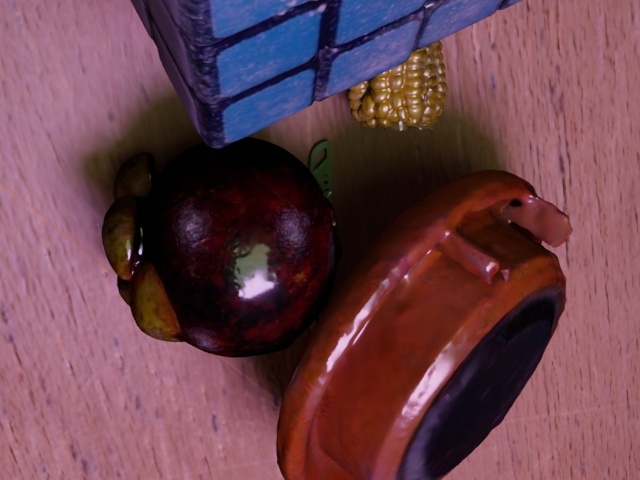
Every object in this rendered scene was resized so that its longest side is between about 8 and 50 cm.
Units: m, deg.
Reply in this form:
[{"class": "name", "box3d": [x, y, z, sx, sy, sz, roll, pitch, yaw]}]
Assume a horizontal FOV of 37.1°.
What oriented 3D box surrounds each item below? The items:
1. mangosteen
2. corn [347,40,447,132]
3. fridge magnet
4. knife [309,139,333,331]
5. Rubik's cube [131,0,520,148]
[{"class": "mangosteen", "box3d": [-0.082, 0.006, 0.824, 0.209, 0.210, 0.210, -8, 114, -18]}, {"class": "corn", "box3d": [0.065, -0.236, 0.834, 0.101, 0.101, 0.292, -9, 115, -17]}, {"class": "fridge magnet", "box3d": [0.102, 0.102, 0.900, 0.363, 0.155, 0.364, -39, 150, -28]}, {"class": "knife", "box3d": [0.000, 0.000, 0.956, 0.030, 0.014, 0.207, -6, 112, -17]}, {"class": "Rubik's cube", "box3d": [0.000, -0.311, 0.576, 0.337, 0.344, 0.344, -27, 79, -8]}]
